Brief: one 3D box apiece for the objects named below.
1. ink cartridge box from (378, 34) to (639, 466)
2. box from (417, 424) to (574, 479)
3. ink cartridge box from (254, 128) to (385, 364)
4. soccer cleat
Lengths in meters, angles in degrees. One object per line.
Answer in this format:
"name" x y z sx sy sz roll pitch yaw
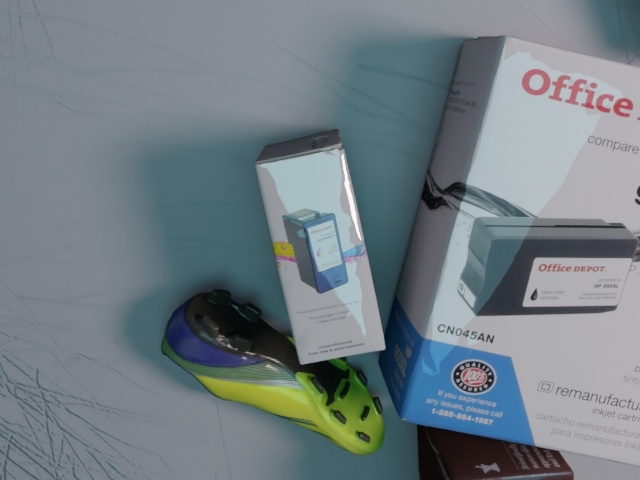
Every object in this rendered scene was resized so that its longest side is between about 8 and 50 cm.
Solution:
"ink cartridge box" 0.252 0.007 0.819 0.286 0.166 0.394 12 102 -6
"box" 0.198 0.395 0.895 0.143 0.191 0.381 -6 104 -1
"ink cartridge box" 0.000 0.000 0.812 0.093 0.154 0.212 -10 104 2
"soccer cleat" -0.053 0.163 0.896 0.289 0.093 0.121 35 129 -14
